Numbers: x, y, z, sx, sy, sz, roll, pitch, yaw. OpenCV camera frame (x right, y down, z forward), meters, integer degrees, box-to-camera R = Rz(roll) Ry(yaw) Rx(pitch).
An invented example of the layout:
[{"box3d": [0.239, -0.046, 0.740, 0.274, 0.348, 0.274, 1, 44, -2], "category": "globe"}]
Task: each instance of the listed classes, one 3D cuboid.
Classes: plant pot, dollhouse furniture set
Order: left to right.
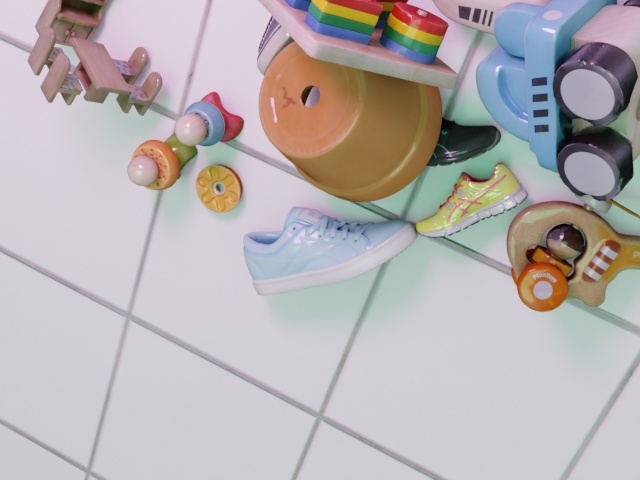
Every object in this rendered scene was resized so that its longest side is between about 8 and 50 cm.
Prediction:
[{"box3d": [-0.428, -0.382, 1.498, 0.161, 0.212, 0.242, -48, 61, 29], "category": "dollhouse furniture set"}, {"box3d": [0.033, -0.218, 1.323, 0.291, 0.203, 0.291, -2, 85, 29], "category": "plant pot"}]

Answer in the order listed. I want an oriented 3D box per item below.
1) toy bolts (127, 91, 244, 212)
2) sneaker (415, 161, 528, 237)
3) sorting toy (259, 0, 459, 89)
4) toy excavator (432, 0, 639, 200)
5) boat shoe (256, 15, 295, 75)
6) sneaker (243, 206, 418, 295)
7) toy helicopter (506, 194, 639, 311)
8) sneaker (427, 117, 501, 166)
[{"box3d": [-0.246, -0.157, 1.534, 0.218, 0.158, 0.228, 40, 118, 3], "category": "toy bolts"}, {"box3d": [0.260, -0.074, 1.421, 0.208, 0.081, 0.094, -25, 97, 17], "category": "sneaker"}, {"box3d": [0.063, -0.345, 1.203, 0.257, 0.255, 0.089, 56, 132, 47], "category": "sorting toy"}, {"box3d": [0.307, -0.320, 1.221, 0.445, 0.222, 0.433, 23, 145, 37], "category": "toy excavator"}, {"box3d": [-0.029, -0.455, 1.379, 0.340, 0.127, 0.158, -46, 74, 27], "category": "boat shoe"}, {"box3d": [0.000, 0.000, 1.513, 0.366, 0.135, 0.150, -17, 105, 25], "category": "sneaker"}, {"box3d": [0.500, 0.001, 1.346, 0.355, 0.140, 0.235, 4, 102, 9], "category": "toy helicopter"}, {"box3d": [0.181, -0.183, 1.395, 0.267, 0.101, 0.106, -6, 104, 23], "category": "sneaker"}]
